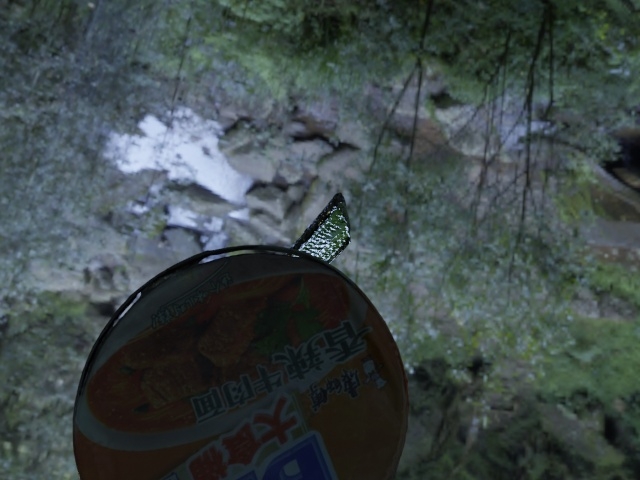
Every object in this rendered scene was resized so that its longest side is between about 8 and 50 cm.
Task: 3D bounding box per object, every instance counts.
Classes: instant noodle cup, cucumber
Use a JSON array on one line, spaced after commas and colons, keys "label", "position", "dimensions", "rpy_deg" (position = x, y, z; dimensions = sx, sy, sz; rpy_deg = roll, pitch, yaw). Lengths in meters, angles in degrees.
[{"label": "instant noodle cup", "position": [-0.054, 0.181, 0.789], "dimensions": [0.296, 0.296, 0.214], "rpy_deg": [4, 153, 12]}, {"label": "cucumber", "position": [0.000, 0.000, 1.277], "dimensions": [0.070, 0.046, 0.220], "rpy_deg": [22, 139, -21]}]
